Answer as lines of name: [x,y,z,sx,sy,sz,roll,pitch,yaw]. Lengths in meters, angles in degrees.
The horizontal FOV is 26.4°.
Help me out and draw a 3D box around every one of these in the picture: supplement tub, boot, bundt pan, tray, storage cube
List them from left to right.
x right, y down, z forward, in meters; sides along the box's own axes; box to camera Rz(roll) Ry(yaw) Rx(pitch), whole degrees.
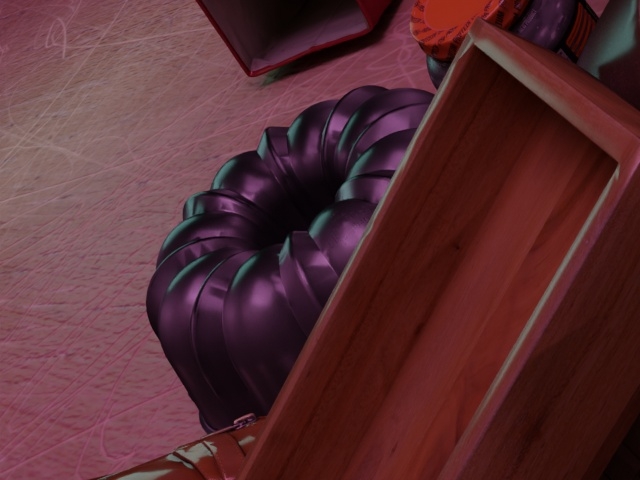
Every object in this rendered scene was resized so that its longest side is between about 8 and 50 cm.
boot: [-0.118,0.180,0.939,0.220,0.109,0.283,-27,-1,-11]
storage cube: [-0.025,-0.329,1.497,0.183,0.215,0.193,-16,28,37]
bundt pan: [0.000,0.000,1.054,0.330,0.124,0.331,-29,28,17]
tray: [0.045,0.110,0.690,0.411,0.076,0.203,-64,23,16]
supplement tub: [0.153,-0.113,0.953,0.117,0.190,0.117,-30,37,26]

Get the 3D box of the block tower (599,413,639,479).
block tower: [0.235,0.035,0.603,0.335,0.097,0.091,-62,25,12]

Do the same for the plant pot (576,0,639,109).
plant pot: [0.225,-0.061,0.793,0.215,0.215,0.230,-52,2,-25]
